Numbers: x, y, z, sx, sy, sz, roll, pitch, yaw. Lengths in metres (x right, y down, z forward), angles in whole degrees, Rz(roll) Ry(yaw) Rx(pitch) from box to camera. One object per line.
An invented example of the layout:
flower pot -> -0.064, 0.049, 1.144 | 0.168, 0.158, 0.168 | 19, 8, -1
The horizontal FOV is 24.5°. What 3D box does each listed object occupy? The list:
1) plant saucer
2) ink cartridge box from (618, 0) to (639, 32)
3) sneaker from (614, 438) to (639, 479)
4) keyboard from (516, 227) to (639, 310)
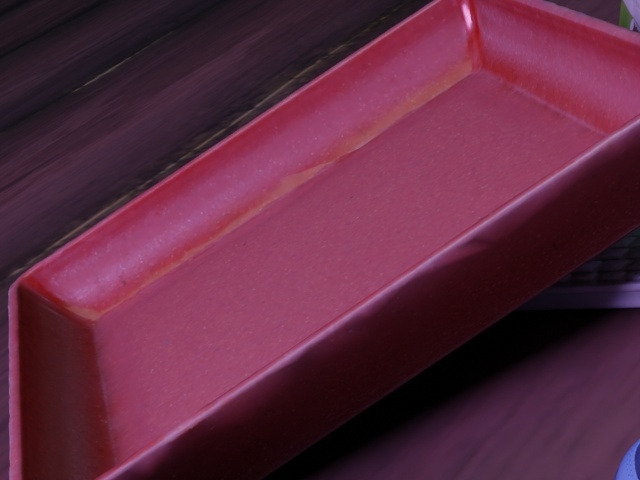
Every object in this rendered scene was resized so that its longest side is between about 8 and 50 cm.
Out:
plant saucer -> 0.000, 0.000, 0.567 | 0.258, 0.048, 0.259 | -34, 20, -1
ink cartridge box -> 0.186, -0.157, 0.600 | 0.097, 0.255, 0.189 | 6, 18, 4
sneaker -> 0.113, 0.058, 0.320 | 0.053, 0.059, 0.144 | -30, 19, -18
keyboard -> 0.094, 0.005, 0.559 | 0.256, 0.014, 0.072 | -4, 26, 42
